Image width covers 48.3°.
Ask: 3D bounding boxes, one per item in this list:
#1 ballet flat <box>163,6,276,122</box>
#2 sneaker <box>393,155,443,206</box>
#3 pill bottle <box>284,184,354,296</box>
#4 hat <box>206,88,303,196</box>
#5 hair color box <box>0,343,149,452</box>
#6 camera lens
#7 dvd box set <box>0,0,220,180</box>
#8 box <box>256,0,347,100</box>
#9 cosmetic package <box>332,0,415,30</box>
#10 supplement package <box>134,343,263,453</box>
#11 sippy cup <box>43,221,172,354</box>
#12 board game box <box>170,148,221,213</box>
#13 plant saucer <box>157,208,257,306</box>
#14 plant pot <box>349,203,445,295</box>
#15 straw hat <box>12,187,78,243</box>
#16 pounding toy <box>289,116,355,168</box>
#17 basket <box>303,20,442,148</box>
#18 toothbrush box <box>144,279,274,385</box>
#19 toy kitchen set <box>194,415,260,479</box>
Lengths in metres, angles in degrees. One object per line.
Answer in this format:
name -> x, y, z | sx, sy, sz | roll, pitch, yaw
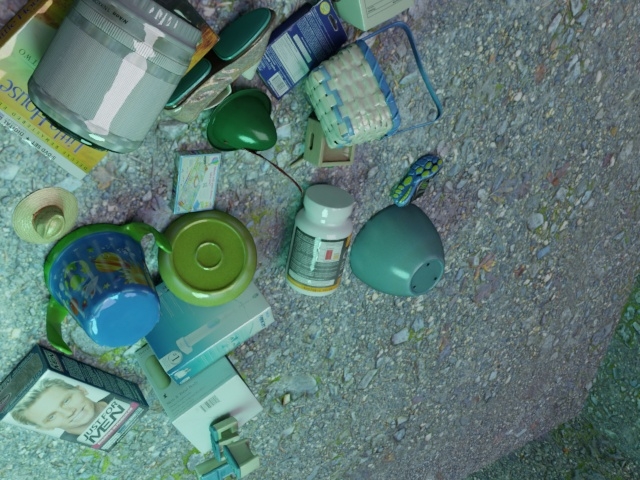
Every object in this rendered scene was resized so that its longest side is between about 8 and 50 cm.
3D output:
ballet flat -> -0.206, -0.370, 1.535 | 0.316, 0.107, 0.106 | -37, 143, 6
sneaker -> 0.287, -0.175, 2.106 | 0.188, 0.067, 0.078 | -49, 159, 2
pill bottle -> 0.000, 0.000, 1.934 | 0.162, 0.162, 0.278 | -10, 128, -33
hat -> -0.127, -0.221, 1.621 | 0.209, 0.183, 0.173 | -6, 135, -49
hair color box -> -0.622, 0.408, 1.807 | 0.174, 0.105, 0.347 | -48, 137, 2
camera lens -> -0.365, -0.310, 1.267 | 0.219, 0.219, 0.274 | 24, 105, -46
dvd box set -> -0.438, -0.354, 1.385 | 0.420, 0.062, 0.307 | -45, 137, 0
box -> -0.050, -0.444, 1.638 | 0.225, 0.036, 0.136 | -40, 138, -3
cosmetic package -> 0.093, -0.630, 1.537 | 0.153, 0.129, 0.296 | -32, 136, -16
supplement package -> -0.324, 0.375, 1.895 | 0.199, 0.262, 0.198 | -36, 138, -10
sippy cup -> -0.474, 0.114, 1.604 | 0.240, 0.224, 0.305 | -2, 123, -38
board game box -> -0.296, -0.140, 1.690 | 0.103, 0.026, 0.154 | -8, 126, -34
plant saucer -> -0.270, 0.038, 1.720 | 0.241, 0.241, 0.037 | -30, 177, -16
plant pot -> 0.261, 0.057, 2.159 | 0.290, 0.195, 0.290 | -20, 132, -24
straw hat -> -0.578, -0.038, 1.524 | 0.145, 0.061, 0.144 | -22, 133, -25
pounding toy -> 0.008, -0.240, 1.815 | 0.130, 0.100, 0.141 | -7, 115, -35
basket -> 0.122, -0.360, 1.684 | 0.289, 0.201, 0.254 | -22, 91, -9
toothbrush box -> -0.296, 0.182, 1.785 | 0.296, 0.216, 0.126 | -35, 161, -12
toy kitchen set -> -0.237, 0.574, 1.801 | 0.122, 0.166, 0.207 | -22, 134, -24
